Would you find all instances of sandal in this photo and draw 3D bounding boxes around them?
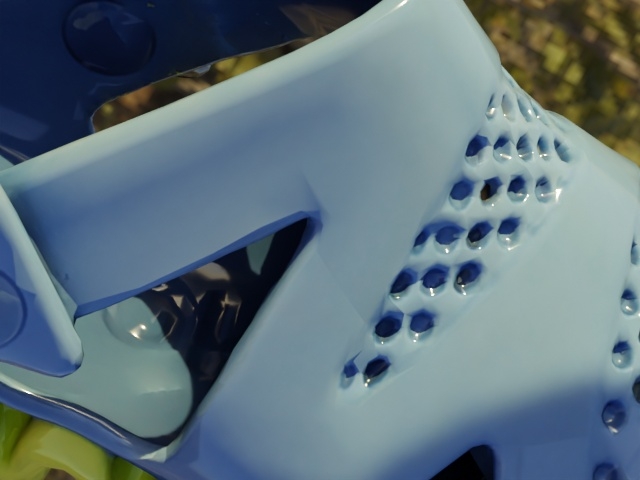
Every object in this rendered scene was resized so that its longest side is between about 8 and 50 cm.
[{"bbox_3d":[0.000,0.000,0.390,0.126,0.317,0.138,-83,-168,-49],"label":"sandal"}]
